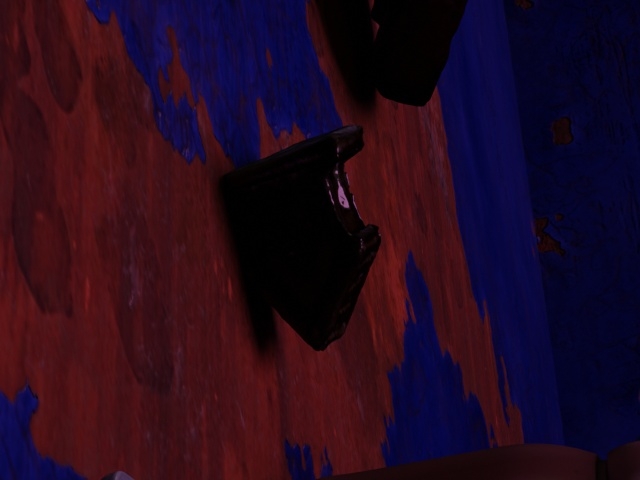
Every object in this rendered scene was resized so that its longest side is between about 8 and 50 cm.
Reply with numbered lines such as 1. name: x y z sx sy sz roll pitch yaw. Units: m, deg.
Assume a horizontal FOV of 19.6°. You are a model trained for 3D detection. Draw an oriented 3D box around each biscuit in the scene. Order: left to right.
1. biscuit: 0.125 -0.341 1.947 0.407 0.091 0.407 -166 -90 -89

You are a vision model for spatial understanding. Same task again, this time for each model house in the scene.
1. model house: 0.002 -0.001 1.359 0.165 0.106 0.152 -29 105 -73

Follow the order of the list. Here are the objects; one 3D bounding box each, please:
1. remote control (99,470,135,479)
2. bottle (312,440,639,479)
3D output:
1. remote control: -0.056 0.224 1.008 0.293 0.051 0.103 54 26 -55
2. bottle: 0.132 0.242 1.262 0.173 0.297 0.206 48 32 -70
